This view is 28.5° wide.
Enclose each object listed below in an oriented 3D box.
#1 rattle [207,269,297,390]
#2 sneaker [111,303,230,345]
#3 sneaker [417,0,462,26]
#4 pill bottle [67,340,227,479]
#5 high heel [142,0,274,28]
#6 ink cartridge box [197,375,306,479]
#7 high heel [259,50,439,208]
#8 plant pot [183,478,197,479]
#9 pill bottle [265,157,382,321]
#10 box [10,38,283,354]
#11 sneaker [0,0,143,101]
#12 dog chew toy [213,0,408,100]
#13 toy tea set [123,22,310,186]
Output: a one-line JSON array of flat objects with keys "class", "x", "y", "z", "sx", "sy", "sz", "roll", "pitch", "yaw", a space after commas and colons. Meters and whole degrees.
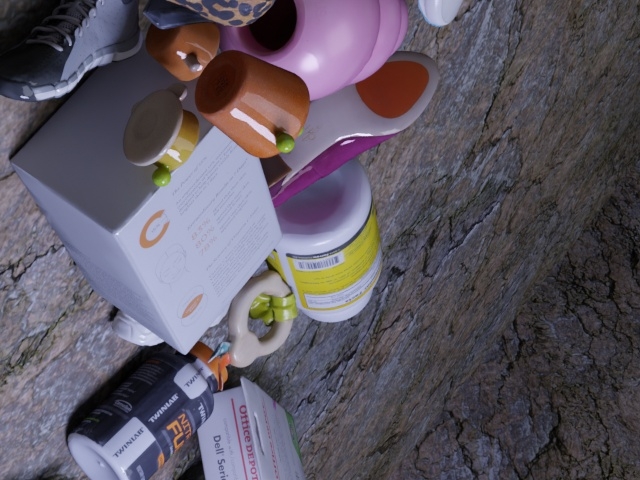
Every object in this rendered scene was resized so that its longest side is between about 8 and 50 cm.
[{"class": "rattle", "x": -0.140, "y": 0.131, "z": 1.931, "sx": 0.199, "sy": 0.143, "sz": 0.130, "roll": -52, "pitch": 148, "yaw": -23}, {"class": "sneaker", "x": -0.194, "y": 0.068, "z": 1.800, "sx": 0.232, "sy": 0.090, "sz": 0.115, "roll": -26, "pitch": 139, "yaw": -55}, {"class": "sneaker", "x": 0.193, "y": -0.364, "z": 1.569, "sx": 0.087, "sy": 0.092, "sz": 0.228, "roll": -29, "pitch": 147, "yaw": -53}, {"class": "pill bottle", "x": -0.247, "y": 0.255, "z": 1.874, "sx": 0.246, "sy": 0.130, "sz": 0.130, "roll": -45, "pitch": 155, "yaw": -32}, {"class": "high heel", "x": -0.167, "y": -0.282, "z": 1.179, "sx": 0.261, "sy": 0.186, "sz": 0.093, "roll": 31, "pitch": 70, "yaw": -42}, {"class": "ink cartridge box", "x": -0.123, "y": 0.376, "z": 2.186, "sx": 0.119, "sy": 0.207, "sz": 0.353, "roll": -16, "pitch": 157, "yaw": 7}, {"class": "high heel", "x": -0.001, "y": -0.153, "z": 1.822, "sx": 0.377, "sy": 0.127, "sz": 0.181, "roll": -29, "pitch": 177, "yaw": -22}, {"class": "plant pot", "x": -0.238, "y": 0.524, "z": 2.234, "sx": 0.165, "sy": 0.167, "sz": 0.167, "roll": -54, "pitch": 160, "yaw": -30}, {"class": "pill bottle", "x": 0.000, "y": 0.000, "z": 1.990, "sx": 0.188, "sy": 0.188, "sz": 0.334, "roll": -51, "pitch": 158, "yaw": -18}, {"class": "box", "x": -0.195, "y": -0.046, "z": 1.531, "sx": 0.215, "sy": 0.168, "sz": 0.345, "roll": -51, "pitch": 158, "yaw": -18}, {"class": "sneaker", "x": -0.258, "y": -0.233, "z": 1.280, "sx": 0.228, "sy": 0.086, "sz": 0.132, "roll": -45, "pitch": 152, "yaw": -55}, {"class": "dog chew toy", "x": 0.009, "y": -0.283, "z": 1.607, "sx": 0.332, "sy": 0.207, "sz": 0.206, "roll": -17, "pitch": 134, "yaw": -62}, {"class": "toy tea set", "x": -0.091, "y": -0.213, "z": 1.355, "sx": 0.124, "sy": 0.200, "sz": 0.336, "roll": 28, "pitch": 60, "yaw": -43}]
